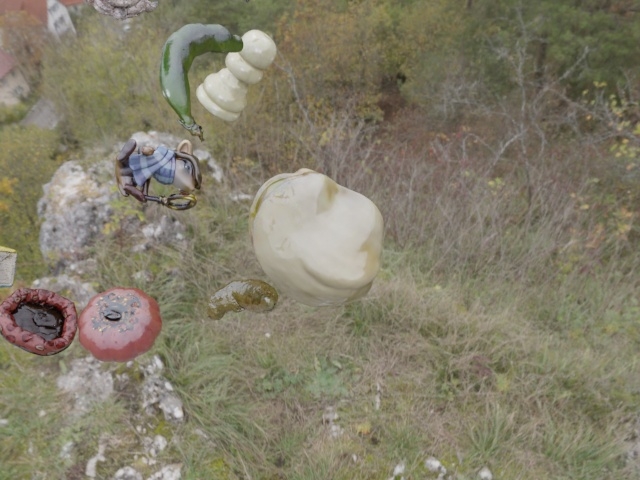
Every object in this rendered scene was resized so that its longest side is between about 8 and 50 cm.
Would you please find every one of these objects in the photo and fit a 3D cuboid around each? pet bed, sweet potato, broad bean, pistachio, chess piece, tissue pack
[{"bbox_3d":[-0.716,0.202,1.216,0.201,0.053,0.201,33,23,-16],"label":"pet bed"},{"bbox_3d":[-0.201,0.155,1.283,0.310,0.098,0.124,-11,25,41],"label":"sweet potato"},{"bbox_3d":[-0.230,-0.331,0.900,0.049,0.144,0.291,-11,52,33],"label":"broad bean"},{"bbox_3d":[0.000,0.000,1.358,0.365,0.445,0.281,-36,23,0],"label":"pistachio"},{"bbox_3d":[-0.259,-0.548,1.566,0.167,0.300,0.167,34,33,-26],"label":"chess piece"},{"bbox_3d":[-1.061,0.076,1.468,0.271,0.192,0.134,-5,79,50],"label":"tissue pack"}]

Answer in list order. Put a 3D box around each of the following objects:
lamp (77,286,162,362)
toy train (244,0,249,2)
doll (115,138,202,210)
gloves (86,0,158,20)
[{"bbox_3d":[-0.452,0.183,1.078,0.182,0.140,0.182,6,48,-7],"label":"lamp"},{"bbox_3d":[-0.165,-0.748,1.289,0.081,0.202,0.060,28,17,-25],"label":"toy train"},{"bbox_3d":[-0.622,-0.253,1.842,0.340,0.318,0.209,-10,55,-38],"label":"doll"},{"bbox_3d":[-0.326,-0.404,0.761,0.110,0.094,0.144,15,15,-11],"label":"gloves"}]
